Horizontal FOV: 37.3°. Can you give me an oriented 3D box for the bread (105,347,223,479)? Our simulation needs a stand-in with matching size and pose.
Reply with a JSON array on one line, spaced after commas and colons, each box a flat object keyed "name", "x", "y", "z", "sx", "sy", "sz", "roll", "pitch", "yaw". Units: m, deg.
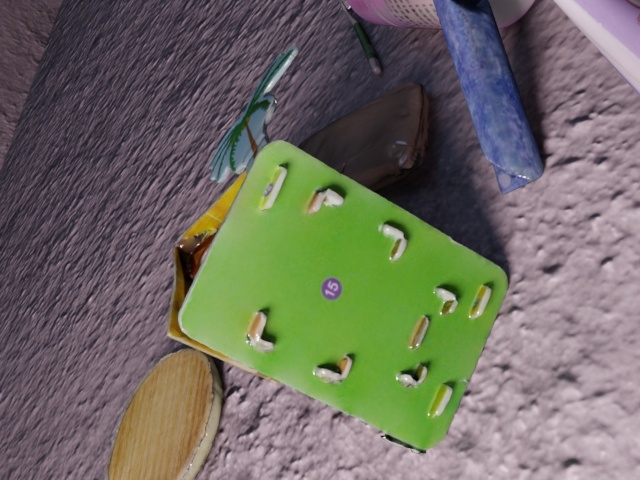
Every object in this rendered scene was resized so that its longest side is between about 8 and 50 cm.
[{"name": "bread", "x": -0.219, "y": 0.274, "z": 1.340, "sx": 0.267, "sy": 0.040, "sz": 0.267, "roll": -37, "pitch": 37, "yaw": 34}]

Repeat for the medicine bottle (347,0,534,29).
[{"name": "medicine bottle", "x": 0.148, "y": -0.349, "z": 1.224, "sx": 0.152, "sy": 0.152, "sz": 0.254, "roll": -61, "pitch": 30, "yaw": -2}]

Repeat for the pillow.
[{"name": "pillow", "x": 0.041, "y": -0.110, "z": 1.261, "sx": 0.270, "sy": 0.067, "sz": 0.173, "roll": -26, "pitch": 39, "yaw": 43}]

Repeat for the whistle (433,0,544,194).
[{"name": "whistle", "x": 0.173, "y": -0.201, "z": 1.032, "sx": 0.062, "sy": 0.062, "sz": 0.304, "roll": -24, "pitch": 80, "yaw": 45}]

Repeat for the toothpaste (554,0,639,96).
[{"name": "toothpaste", "x": 0.232, "y": -0.171, "z": 0.734, "sx": 0.080, "sy": 0.371, "sz": 0.125, "roll": -38, "pitch": 36, "yaw": 34}]

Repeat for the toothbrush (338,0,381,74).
[{"name": "toothbrush", "x": 0.061, "y": -0.320, "z": 1.457, "sx": 0.024, "sy": 0.018, "sz": 0.257, "roll": -40, "pitch": 35, "yaw": 19}]

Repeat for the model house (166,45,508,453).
[{"name": "model house", "x": 0.000, "y": 0.000, "z": 1.044, "sx": 0.340, "sy": 0.300, "sz": 0.324, "roll": -65, "pitch": 22, "yaw": -10}]
